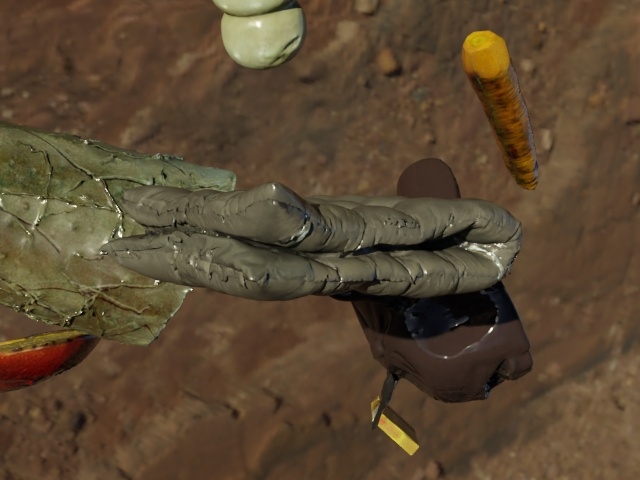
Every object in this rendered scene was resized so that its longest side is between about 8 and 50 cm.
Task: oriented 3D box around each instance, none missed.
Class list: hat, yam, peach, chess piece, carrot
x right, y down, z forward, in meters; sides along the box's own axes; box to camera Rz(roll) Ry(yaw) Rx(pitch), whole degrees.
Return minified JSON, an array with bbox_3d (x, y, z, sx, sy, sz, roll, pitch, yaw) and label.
[{"bbox_3d":[0.094,0.066,1.578,0.209,0.336,0.238,-14,142,-12],"label":"hat"},{"bbox_3d":[-0.301,-0.018,1.574,0.348,0.241,0.241,15,96,-11],"label":"yam"},{"bbox_3d":[-0.388,0.160,1.705,0.279,0.189,0.068,-14,90,-60],"label":"peach"},{"bbox_3d":[-0.075,-0.304,1.440,0.133,0.133,0.243,-36,129,-35],"label":"chess piece"},{"bbox_3d":[0.262,-0.168,1.832,0.066,0.066,0.314,-52,141,-21],"label":"carrot"}]

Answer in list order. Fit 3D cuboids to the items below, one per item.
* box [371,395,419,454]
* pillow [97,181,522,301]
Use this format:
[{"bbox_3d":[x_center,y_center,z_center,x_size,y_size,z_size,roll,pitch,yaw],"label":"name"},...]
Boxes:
[{"bbox_3d":[0.122,0.303,2.146,0.022,0.089,0.156,-47,179,3],"label":"box"},{"bbox_3d":[0.000,0.000,1.175,0.326,0.228,0.101,4,92,-41],"label":"pillow"}]
